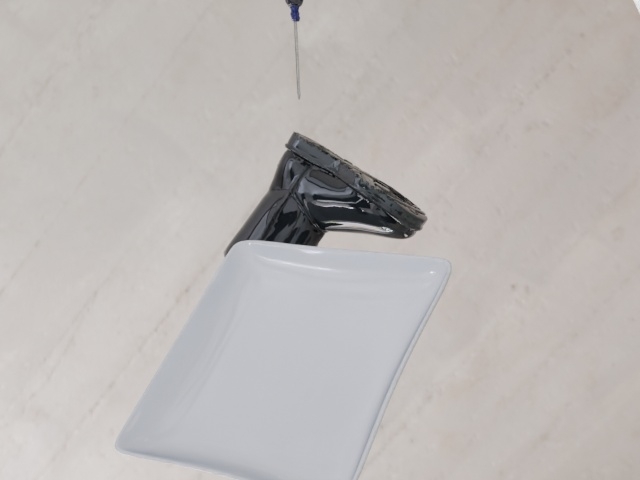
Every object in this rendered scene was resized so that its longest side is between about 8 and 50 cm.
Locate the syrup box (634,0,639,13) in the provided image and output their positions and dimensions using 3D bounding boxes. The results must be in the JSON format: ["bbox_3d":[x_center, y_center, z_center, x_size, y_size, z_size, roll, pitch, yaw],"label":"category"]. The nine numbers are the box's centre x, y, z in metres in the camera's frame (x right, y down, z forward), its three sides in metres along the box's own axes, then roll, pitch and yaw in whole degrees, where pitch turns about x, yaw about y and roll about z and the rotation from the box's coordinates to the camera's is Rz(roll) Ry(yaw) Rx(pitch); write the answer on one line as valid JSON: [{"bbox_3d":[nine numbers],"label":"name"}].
[{"bbox_3d":[0.297,-0.306,0.997,0.096,0.093,0.237,-6,139,35],"label":"syrup box"}]

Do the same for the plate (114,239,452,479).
[{"bbox_3d":[-0.031,0.124,1.121,0.277,0.278,0.045,5,143,35],"label":"plate"}]

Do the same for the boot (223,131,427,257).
[{"bbox_3d":[0.000,0.000,1.437,0.094,0.246,0.207,17,104,-52],"label":"boot"}]

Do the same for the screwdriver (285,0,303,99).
[{"bbox_3d":[-0.028,-0.260,1.416,0.025,0.170,0.024,-12,171,39],"label":"screwdriver"}]
